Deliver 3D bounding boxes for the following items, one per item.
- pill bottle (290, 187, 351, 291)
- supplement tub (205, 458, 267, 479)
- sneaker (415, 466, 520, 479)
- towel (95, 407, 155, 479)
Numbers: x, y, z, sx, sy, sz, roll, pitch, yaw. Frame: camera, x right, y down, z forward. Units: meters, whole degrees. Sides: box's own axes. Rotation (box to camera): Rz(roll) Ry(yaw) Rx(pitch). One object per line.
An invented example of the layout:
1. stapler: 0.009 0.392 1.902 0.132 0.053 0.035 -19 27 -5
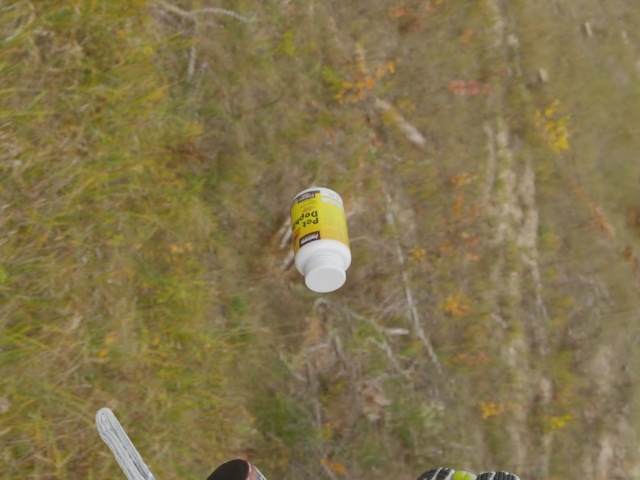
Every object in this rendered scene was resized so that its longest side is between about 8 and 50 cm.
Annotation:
1. pill bottle: 0.000 0.000 1.957 0.117 0.117 0.215 38 31 -39
2. supplement tub: -0.097 0.442 1.474 0.198 0.106 0.106 54 42 -25
3. sneaker: 0.232 0.377 1.279 0.110 0.275 0.107 42 72 -20
4. towel: -0.244 0.395 1.403 0.034 0.209 0.285 -32 127 -16
